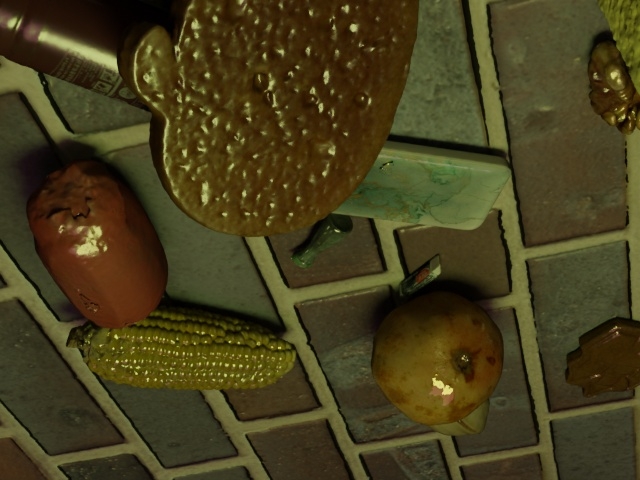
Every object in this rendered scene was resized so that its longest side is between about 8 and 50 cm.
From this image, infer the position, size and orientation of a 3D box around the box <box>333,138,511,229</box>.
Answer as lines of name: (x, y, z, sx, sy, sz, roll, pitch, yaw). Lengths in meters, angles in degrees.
box: (0.102, -0.078, 1.498, 0.285, 0.044, 0.142, 6, 144, -12)

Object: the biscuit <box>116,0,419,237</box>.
biscuit: (-0.058, -0.187, 1.215, 0.350, 0.070, 0.394, 5, 117, -34)

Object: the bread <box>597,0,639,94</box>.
bread: (0.404, -0.287, 1.108, 0.198, 0.236, 0.263, 5, 141, -7)

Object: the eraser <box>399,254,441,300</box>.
eraser: (0.149, 0.057, 1.676, 0.019, 0.027, 0.099, 26, 133, -29)

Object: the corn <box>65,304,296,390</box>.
corn: (-0.210, 0.164, 1.698, 0.347, 0.130, 0.130, 8, 139, -21)

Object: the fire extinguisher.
fire extinguisher: (-0.208, -0.208, 1.260, 0.337, 0.114, 0.135, 19, 167, -24)

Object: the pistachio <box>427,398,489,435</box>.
pistachio: (0.204, 0.259, 1.852, 0.185, 0.124, 0.124, 26, 132, -35)

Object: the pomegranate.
pomegranate: (0.177, 0.178, 1.687, 0.207, 0.207, 0.207, -3, 141, -2)

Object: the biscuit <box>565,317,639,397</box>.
biscuit: (0.502, 0.209, 1.888, 0.182, 0.034, 0.215, 9, 139, -15)

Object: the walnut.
walnut: (0.399, -0.189, 1.368, 0.143, 0.069, 0.170, -25, 139, 21)

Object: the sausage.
sausage: (-0.292, 0.008, 1.484, 0.152, 0.152, 0.279, -9, 143, 5)

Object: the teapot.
teapot: (0.000, 0.000, 1.586, 0.043, 0.043, 0.111, 19, 140, -26)
